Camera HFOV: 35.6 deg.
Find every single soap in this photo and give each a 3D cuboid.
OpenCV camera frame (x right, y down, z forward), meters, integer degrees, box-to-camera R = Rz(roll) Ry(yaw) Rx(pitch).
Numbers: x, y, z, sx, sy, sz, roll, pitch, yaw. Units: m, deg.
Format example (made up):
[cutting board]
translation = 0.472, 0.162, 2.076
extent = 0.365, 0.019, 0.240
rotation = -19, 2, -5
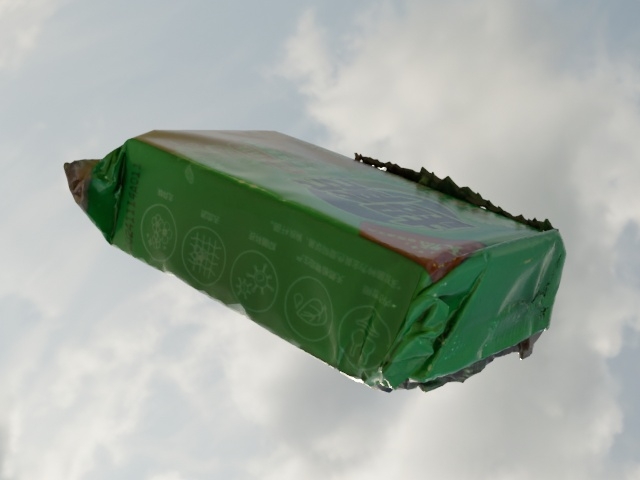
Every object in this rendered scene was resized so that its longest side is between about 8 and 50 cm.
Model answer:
[soap]
translation = 0.000, 0.002, 0.654
extent = 0.273, 0.218, 0.098
rotation = 24, -65, 35
